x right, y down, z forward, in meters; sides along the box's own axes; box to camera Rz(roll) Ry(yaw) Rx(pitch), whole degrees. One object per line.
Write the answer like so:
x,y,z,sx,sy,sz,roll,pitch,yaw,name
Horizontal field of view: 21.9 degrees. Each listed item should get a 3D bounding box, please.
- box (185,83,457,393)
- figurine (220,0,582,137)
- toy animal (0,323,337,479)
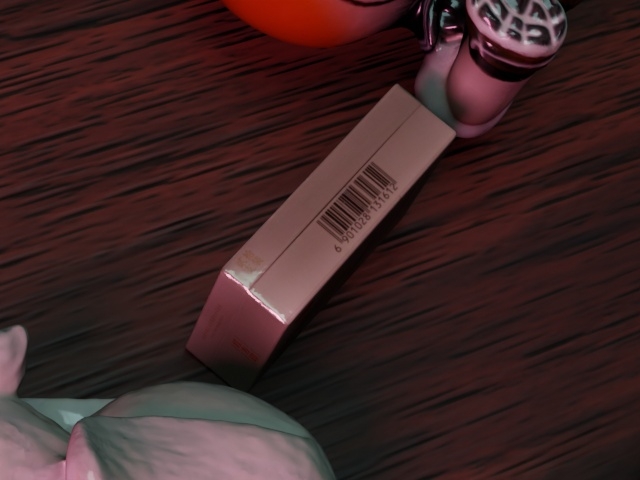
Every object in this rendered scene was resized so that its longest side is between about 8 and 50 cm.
0.000,0.000,1.140,0.058,0.141,0.201,39,62,5,box
0.032,-0.223,1.241,0.323,0.196,0.320,35,17,0,figurine
-0.111,0.159,0.986,0.265,0.271,0.206,6,85,-23,toy animal
